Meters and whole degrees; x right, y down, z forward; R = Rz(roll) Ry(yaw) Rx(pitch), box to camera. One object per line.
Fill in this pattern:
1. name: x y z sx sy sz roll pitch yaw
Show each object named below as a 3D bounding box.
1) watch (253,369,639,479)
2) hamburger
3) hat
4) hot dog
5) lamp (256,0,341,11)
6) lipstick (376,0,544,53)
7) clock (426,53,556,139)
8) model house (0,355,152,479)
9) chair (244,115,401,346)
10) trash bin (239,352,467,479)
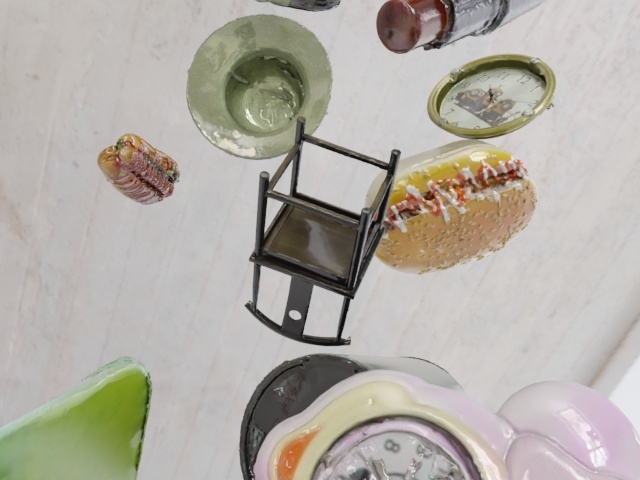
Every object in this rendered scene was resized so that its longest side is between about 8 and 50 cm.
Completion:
1. watch: 0.092 0.194 0.547 0.211 0.248 0.217 -64 156 -16
2. hamburger: 0.218 -0.049 1.383 0.295 0.151 0.227 -22 129 -2
3. hat: -0.098 -0.255 1.434 0.257 0.257 0.130 -32 171 1
4. hot dog: -0.176 -0.068 0.806 0.062 0.038 0.144 -40 168 -3
5. lamp: -0.039 -0.427 1.057 0.197 0.198 0.244 -20 144 -12
6. lipstick: 0.150 -0.244 0.824 0.299 0.081 0.081 -35 147 -45
7. clock: 0.312 -0.252 1.480 0.237 0.237 0.057 -29 130 -3
8. model house: -0.056 0.263 0.255 0.242 0.312 0.358 -28 141 -55
9. chair: 0.000 0.000 1.036 0.154 0.141 0.260 20 138 10
10. trash bin: 0.059 0.252 1.012 0.262 0.277 0.217 17 88 -61
